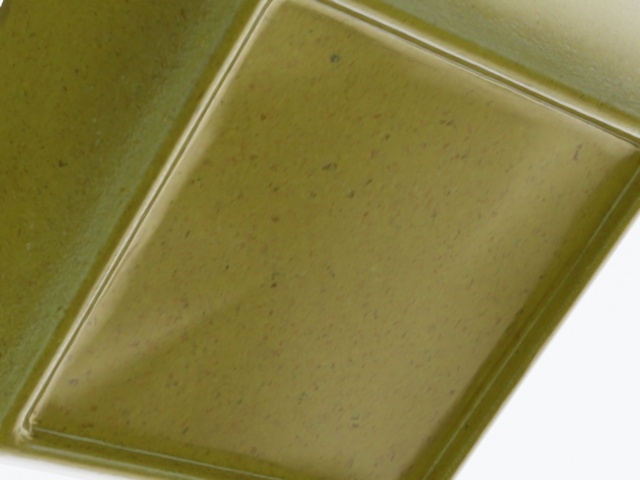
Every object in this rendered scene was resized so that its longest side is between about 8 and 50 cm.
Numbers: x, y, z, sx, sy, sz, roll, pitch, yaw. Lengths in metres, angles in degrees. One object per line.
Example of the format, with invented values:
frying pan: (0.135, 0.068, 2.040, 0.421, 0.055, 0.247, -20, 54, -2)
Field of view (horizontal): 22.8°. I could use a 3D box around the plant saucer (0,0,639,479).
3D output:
plant saucer: (0.000, 0.000, 0.691, 0.332, 0.333, 0.081, -58, -143, 18)
